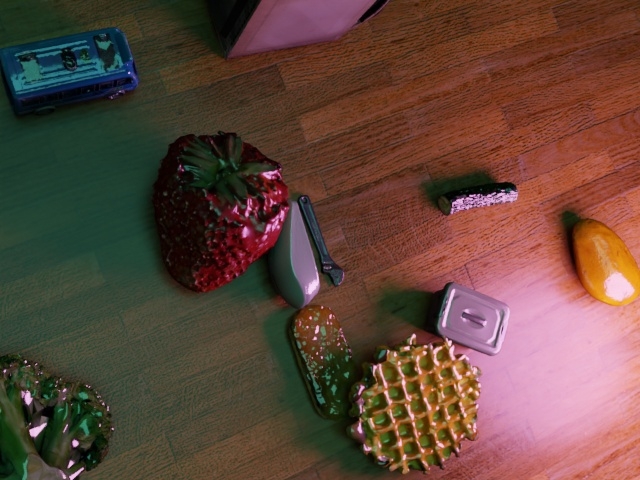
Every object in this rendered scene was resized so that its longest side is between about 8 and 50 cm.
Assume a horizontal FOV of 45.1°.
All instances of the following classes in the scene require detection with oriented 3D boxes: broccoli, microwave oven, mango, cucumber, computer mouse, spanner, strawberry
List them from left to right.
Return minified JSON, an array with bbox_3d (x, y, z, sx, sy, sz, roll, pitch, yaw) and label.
[{"bbox_3d":[-0.528,0.369,1.255,0.321,0.310,0.413,46,50,4],"label":"broccoli"},{"bbox_3d":[-0.203,-0.060,1.489,0.261,0.258,0.261,12,47,-13],"label":"strawberry"},{"bbox_3d":[-0.069,0.026,1.556,0.079,0.128,0.231,-13,86,-26],"label":"computer mouse"},{"bbox_3d":[-0.042,-0.555,1.503,0.333,0.394,0.247,-14,88,-21],"label":"microwave oven"},{"bbox_3d":[0.000,0.000,1.644,0.046,0.012,0.209,-21,89,-21],"label":"spanner"},{"bbox_3d":[0.357,-0.098,1.761,0.187,0.058,0.058,-11,86,-19],"label":"cucumber"},{"bbox_3d":[0.666,0.052,1.815,0.147,0.109,0.227,-35,94,-18],"label":"mango"}]

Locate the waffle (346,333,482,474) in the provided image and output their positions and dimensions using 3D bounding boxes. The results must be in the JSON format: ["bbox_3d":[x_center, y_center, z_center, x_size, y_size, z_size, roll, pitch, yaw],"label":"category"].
[{"bbox_3d":[0.195,0.340,1.616,0.329,0.062,0.329,-1,95,-18],"label":"waffle"}]

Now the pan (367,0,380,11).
[{"bbox_3d":[0.076,-0.618,1.748,0.136,0.028,0.235,-19,89,-21],"label":"pan"}]

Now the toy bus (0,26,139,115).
[{"bbox_3d":[-0.472,-0.323,1.460,0.246,0.134,0.114,-17,88,-19],"label":"toy bus"}]

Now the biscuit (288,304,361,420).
[{"bbox_3d":[0.012,0.254,1.604,0.118,0.029,0.247,-20,89,-27],"label":"biscuit"}]

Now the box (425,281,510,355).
[{"bbox_3d":[0.313,0.174,1.685,0.172,0.093,0.124,23,75,-15],"label":"box"}]
